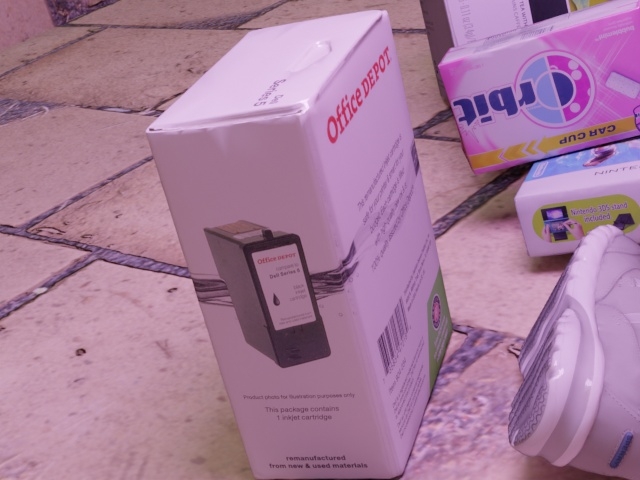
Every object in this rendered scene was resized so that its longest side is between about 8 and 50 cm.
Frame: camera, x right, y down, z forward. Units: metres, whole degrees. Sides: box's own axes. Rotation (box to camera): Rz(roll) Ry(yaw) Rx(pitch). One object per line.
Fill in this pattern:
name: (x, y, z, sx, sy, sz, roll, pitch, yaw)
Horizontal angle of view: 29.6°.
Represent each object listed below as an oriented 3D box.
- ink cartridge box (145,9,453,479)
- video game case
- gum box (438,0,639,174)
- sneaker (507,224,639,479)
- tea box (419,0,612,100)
ink cartridge box: (0.000, 0.000, 0.852, 0.115, 0.273, 0.198, -5, 26, 21)
video game case: (0.319, -0.081, 1.063, 0.244, 0.061, 0.269, -8, 21, 25)
gum box: (0.201, -0.134, 1.060, 0.188, 0.107, 0.062, -13, 19, 22)
sneaker: (0.201, 0.083, 0.819, 0.115, 0.105, 0.281, 26, 29, 5)
tea box: (0.275, -0.276, 1.283, 0.324, 0.220, 0.329, -14, 11, 4)
